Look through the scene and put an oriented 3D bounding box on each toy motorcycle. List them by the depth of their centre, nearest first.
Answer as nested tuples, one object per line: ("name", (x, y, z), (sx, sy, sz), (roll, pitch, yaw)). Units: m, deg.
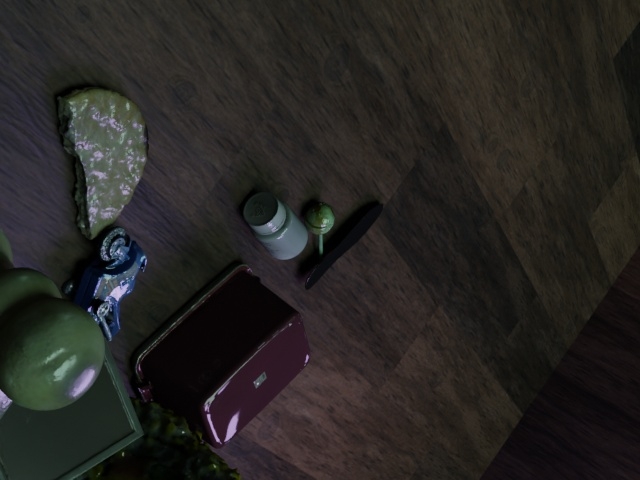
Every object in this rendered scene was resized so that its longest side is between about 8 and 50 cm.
("toy motorcycle", (-0.321, 0.067, 1.748), (0.114, 0.076, 0.205), (-11, 127, -60))

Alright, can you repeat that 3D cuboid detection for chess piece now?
("chess piece", (-0.393, 0.088, 1.403), (0.182, 0.330, 0.182), (-35, 141, -34))

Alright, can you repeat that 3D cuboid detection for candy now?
("candy", (0.000, 0.000, 2.178), (0.061, 0.061, 0.202), (-43, 154, -24))

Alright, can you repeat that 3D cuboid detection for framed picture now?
("framed picture", (-0.402, 0.270, 1.765), (0.252, 0.014, 0.197), (-29, 104, -39))

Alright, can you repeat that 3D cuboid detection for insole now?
("insole", (0.048, 0.007, 2.253), (0.253, 0.005, 0.086), (-45, 161, -31))

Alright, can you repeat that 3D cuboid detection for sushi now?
("sushi", (-0.305, 0.476, 1.851), (0.396, 0.351, 0.240), (-38, 144, -31))

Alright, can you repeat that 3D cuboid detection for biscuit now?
("biscuit", (-0.300, -0.124, 1.639), (0.133, 0.032, 0.250), (-36, 142, -33))

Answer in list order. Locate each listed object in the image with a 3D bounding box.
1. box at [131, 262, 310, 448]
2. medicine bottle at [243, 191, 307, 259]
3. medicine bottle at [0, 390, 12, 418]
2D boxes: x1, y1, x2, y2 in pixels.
("box", (-0.161, 0.204, 2.002), (0.294, 0.167, 0.193), (-43, 145, -24))
("medicine bottle", (-0.079, -0.027, 1.996), (0.080, 0.080, 0.130), (-53, 148, -9))
("medicine bottle", (-0.500, 0.182, 1.567), (0.132, 0.088, 0.188), (-55, 149, -5))
